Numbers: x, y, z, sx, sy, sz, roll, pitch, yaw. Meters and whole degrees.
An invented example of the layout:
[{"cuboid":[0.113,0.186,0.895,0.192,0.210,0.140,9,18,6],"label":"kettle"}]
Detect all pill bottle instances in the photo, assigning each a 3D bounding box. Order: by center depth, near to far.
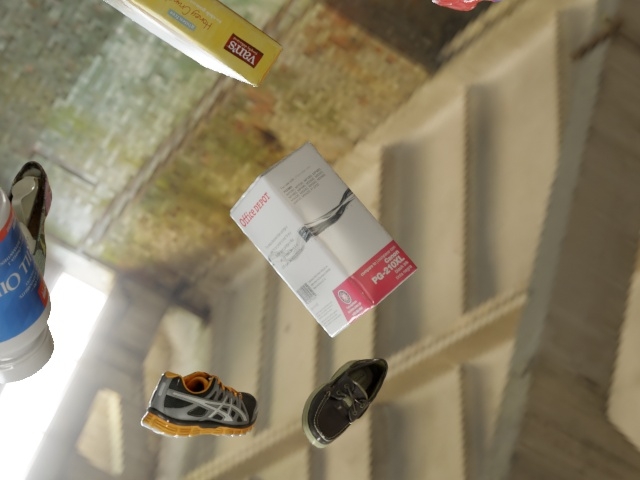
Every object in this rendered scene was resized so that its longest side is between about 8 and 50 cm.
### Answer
[{"cuboid":[-0.369,0.051,1.532,0.124,0.124,0.221,-77,160,-44],"label":"pill bottle"}]

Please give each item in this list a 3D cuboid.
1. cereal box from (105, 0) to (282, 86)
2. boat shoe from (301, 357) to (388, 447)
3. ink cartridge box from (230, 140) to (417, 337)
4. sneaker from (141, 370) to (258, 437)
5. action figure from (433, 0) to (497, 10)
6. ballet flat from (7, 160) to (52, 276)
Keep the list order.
[{"cuboid":[-0.139,-0.211,1.249,0.047,0.173,0.240,-57,-160,1],"label":"cereal box"},{"cuboid":[0.029,0.172,1.543,0.049,0.056,0.152,-31,-168,37],"label":"boat shoe"},{"cuboid":[0.000,0.000,1.955,0.100,0.237,0.172,-39,178,-26],"label":"ink cartridge box"},{"cuboid":[-0.153,0.221,1.913,0.084,0.215,0.083,16,-84,32],"label":"sneaker"},{"cuboid":[0.133,-0.246,1.080,0.280,0.139,0.091,8,-100,69],"label":"action figure"},{"cuboid":[-0.393,-0.017,1.813,0.079,0.077,0.221,90,0,-48],"label":"ballet flat"}]
